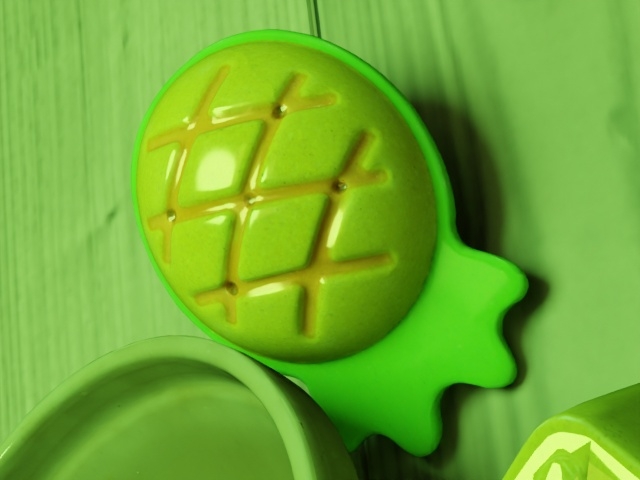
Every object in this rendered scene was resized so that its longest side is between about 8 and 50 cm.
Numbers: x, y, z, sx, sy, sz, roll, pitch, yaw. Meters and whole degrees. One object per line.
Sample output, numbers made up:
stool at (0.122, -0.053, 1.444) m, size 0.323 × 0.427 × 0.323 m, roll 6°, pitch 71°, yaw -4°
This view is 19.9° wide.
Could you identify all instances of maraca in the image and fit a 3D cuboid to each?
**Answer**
maraca at (0.000, 0.000, 0.728) m, size 0.127 × 0.099 × 0.186 m, roll -44°, pitch 77°, yaw 17°

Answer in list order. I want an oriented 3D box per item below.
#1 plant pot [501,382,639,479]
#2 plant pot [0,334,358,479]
plant pot at (0.122, 0.156, 0.509) m, size 0.212 × 0.187 × 0.212 m, roll 39°, pitch 102°, yaw 41°
plant pot at (-0.051, 0.165, 0.689) m, size 0.237 × 0.109 × 0.237 m, roll -27°, pitch 49°, yaw 34°
